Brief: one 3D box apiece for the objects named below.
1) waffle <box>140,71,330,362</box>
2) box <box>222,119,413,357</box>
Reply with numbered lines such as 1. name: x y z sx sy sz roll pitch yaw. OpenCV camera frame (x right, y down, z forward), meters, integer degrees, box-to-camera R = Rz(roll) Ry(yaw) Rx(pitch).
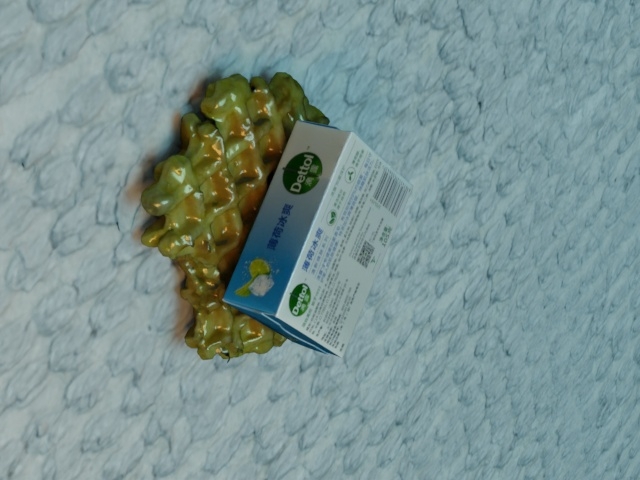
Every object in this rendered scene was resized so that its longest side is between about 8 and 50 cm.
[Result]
1. waffle: -0.069 -0.018 1.386 0.281 0.058 0.301 -62 143 -19
2. box: 0.000 0.001 1.373 0.139 0.073 0.194 36 73 -53
